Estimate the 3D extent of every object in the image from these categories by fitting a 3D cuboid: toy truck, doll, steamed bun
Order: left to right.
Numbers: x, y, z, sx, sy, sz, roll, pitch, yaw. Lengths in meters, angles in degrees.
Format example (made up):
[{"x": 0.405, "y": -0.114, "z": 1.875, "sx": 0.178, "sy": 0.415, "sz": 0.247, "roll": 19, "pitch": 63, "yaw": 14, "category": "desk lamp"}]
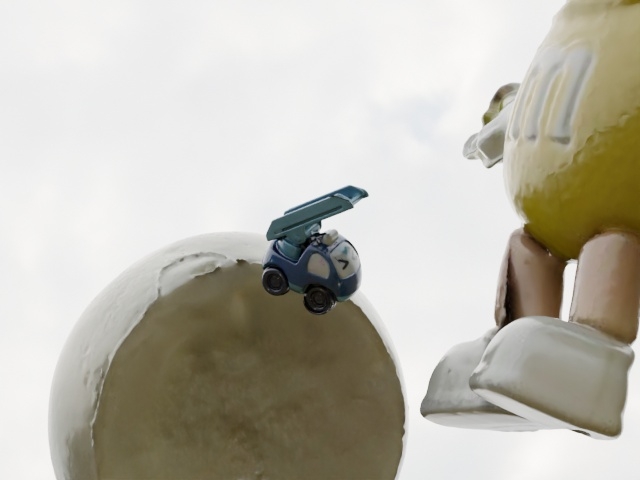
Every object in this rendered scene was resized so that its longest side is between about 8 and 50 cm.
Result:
[{"x": -0.081, "y": 0.154, "z": 1.155, "sx": 0.324, "sy": 0.206, "sz": 0.324, "roll": 0, "pitch": -89, "yaw": -18, "category": "steamed bun"}, {"x": 0.000, "y": 0.000, "z": 0.933, "sx": 0.073, "sy": 0.056, "sz": 0.090, "roll": 24, "pitch": -61, "yaw": 16, "category": "toy truck"}, {"x": 0.191, "y": -0.048, "z": 0.884, "sx": 0.161, "sy": 0.423, "sz": 0.348, "roll": 30, "pitch": -40, "yaw": -21, "category": "doll"}]
